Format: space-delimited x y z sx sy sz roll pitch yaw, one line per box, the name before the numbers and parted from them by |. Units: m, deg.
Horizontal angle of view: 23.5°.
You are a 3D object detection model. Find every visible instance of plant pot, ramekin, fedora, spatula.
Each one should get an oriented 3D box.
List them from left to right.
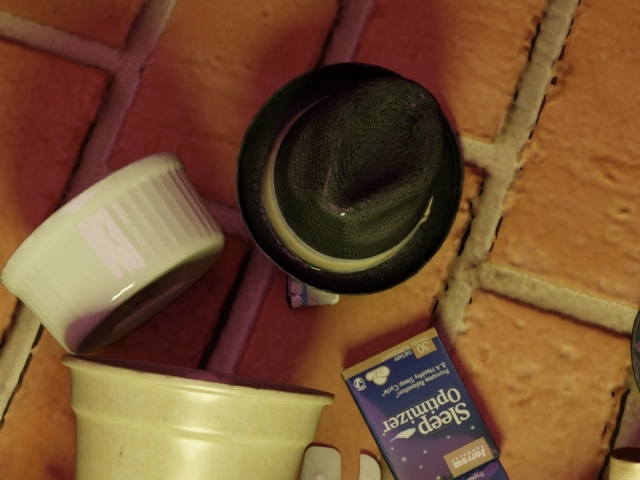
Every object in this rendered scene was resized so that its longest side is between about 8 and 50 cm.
ramekin | -0.253 0.023 1.951 0.277 0.277 0.135 -37 83 -6
plant pot | -0.171 0.310 1.856 0.334 0.334 0.305 9 87 8
spatula | 0.047 0.388 1.949 0.168 0.019 0.242 6 76 1
fedora | 0.055 -0.101 1.970 0.334 0.152 0.334 5 70 -15

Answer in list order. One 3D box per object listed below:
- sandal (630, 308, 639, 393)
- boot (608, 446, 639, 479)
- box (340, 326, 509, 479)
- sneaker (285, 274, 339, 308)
sandal | 0.521 0.262 1.892 0.168 0.107 0.445 -21 74 0
boot | 0.440 0.334 1.851 0.197 0.073 0.152 8 113 37
box | 0.136 0.238 1.965 0.136 0.036 0.225 -25 75 -8
sneaker | 0.000 0.000 2.043 0.083 0.071 0.190 4 77 -7
